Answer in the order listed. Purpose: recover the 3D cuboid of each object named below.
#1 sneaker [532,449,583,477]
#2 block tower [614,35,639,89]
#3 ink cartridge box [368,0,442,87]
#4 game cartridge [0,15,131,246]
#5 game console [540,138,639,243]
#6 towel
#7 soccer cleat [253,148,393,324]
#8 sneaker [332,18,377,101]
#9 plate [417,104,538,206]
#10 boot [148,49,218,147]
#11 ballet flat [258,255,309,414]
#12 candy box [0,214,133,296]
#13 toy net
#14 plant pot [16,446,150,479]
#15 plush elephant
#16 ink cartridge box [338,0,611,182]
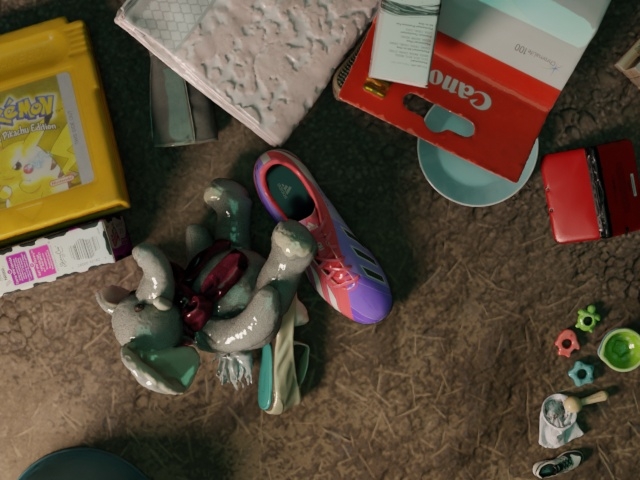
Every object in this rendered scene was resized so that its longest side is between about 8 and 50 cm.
[{"bbox_3d":[0.378,0.358,1.936,0.083,0.037,0.032,-22,92,2],"label":"sneaker"},{"bbox_3d":[0.603,-0.187,1.856,0.335,0.097,0.091,43,94,-1],"label":"block tower"},{"bbox_3d":[0.124,-0.322,1.723,0.085,0.148,0.203,9,97,0],"label":"ink cartridge box"},{"bbox_3d":[-0.459,-0.162,1.857,0.285,0.053,0.324,-17,76,2],"label":"game cartridge"},{"bbox_3d":[0.426,-0.076,1.910,0.124,0.085,0.144,-14,96,-29],"label":"game console"},{"bbox_3d":[-0.087,-0.360,1.826,0.317,0.053,0.332,37,87,-17],"label":"towel"},{"bbox_3d":[0.000,0.000,1.875,0.108,0.116,0.318,-34,93,4],"label":"soccer cleat"},{"bbox_3d":[0.084,-0.287,1.878,0.188,0.071,0.066,-43,88,-12],"label":"sneaker"},{"bbox_3d":[0.244,-0.147,1.903,0.188,0.024,0.188,0,94,2],"label":"plate"},{"bbox_3d":[-0.182,-0.255,1.881,0.189,0.076,0.209,-10,92,3],"label":"boot"},{"bbox_3d":[-0.057,0.147,1.916,0.086,0.086,0.249,1,96,1],"label":"ballet flat"},{"bbox_3d":[-0.416,0.028,1.867,0.233,0.159,0.071,-18,93,2],"label":"candy box"},{"bbox_3d":[0.402,0.222,1.920,0.122,0.045,0.232,32,95,-2],"label":"toy net"},{"bbox_3d":[-0.385,0.479,1.856,0.271,0.255,0.272,0,95,1],"label":"plant pot"},{"bbox_3d":[-0.196,0.084,1.806,0.255,0.272,0.330,-4,119,-33],"label":"plush elephant"},{"bbox_3d":[0.242,-0.324,1.817,0.308,0.091,0.385,26,81,-1],"label":"ink cartridge box"}]
